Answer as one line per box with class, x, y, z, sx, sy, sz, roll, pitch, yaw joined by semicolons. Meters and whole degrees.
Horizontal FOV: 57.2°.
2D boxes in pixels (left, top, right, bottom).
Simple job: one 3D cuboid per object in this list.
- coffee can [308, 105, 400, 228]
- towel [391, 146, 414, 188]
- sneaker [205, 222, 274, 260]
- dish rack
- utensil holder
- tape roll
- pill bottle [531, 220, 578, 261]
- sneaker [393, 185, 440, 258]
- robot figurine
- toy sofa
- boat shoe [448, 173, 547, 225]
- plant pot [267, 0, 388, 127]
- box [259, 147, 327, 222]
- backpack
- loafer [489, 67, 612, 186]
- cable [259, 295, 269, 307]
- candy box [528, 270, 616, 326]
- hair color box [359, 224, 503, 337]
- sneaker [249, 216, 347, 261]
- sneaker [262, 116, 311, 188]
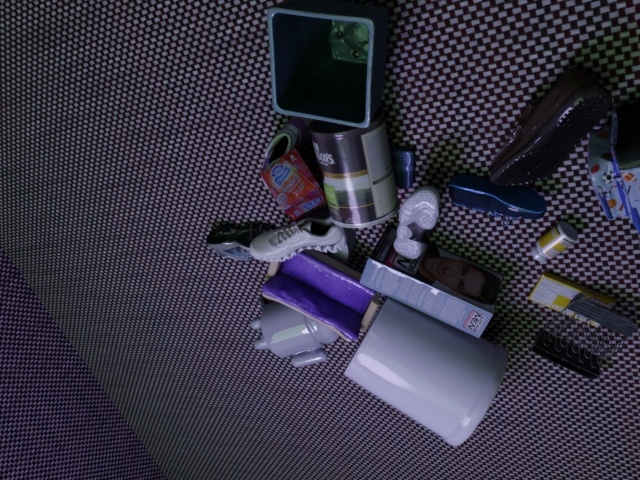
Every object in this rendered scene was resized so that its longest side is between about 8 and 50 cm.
coffee can;0.096;-0.200;1.581;0.201;0.201;0.276;1;122;27
towel;0.228;-0.203;1.634;0.067;0.029;0.120;12;128;21
sneaker;-0.251;0.014;2.026;0.282;0.110;0.122;4;144;29
dish rack;0.750;0.275;1.663;0.208;0.074;0.272;24;145;7
utensil holder;0.308;0.369;1.765;0.385;0.328;0.328;30;133;8
tape roll;0.000;0.000;1.882;0.219;0.072;0.219;15;130;18
pill bottle;0.618;0.006;1.560;0.065;0.065;0.116;38;133;-2
sneaker;0.278;-0.080;1.612;0.101;0.153;0.269;23;141;11
robot figurine;-0.064;0.279;2.016;0.353;0.199;0.300;-20;74;20
toy sofa;0.008;0.143;1.818;0.362;0.177;0.150;28;133;8
boat shoe;0.466;-0.106;1.549;0.258;0.109;0.089;25;142;31
plant pot;0.045;-0.449;1.392;0.247;0.252;0.247;14;130;18
box;-0.068;-0.148;1.657;0.122;0.257;0.128;-32;80;2
backpack;0.706;-0.146;1.277;0.213;0.277;0.263;-17;121;42
loafer;0.529;-0.259;1.389;0.133;0.130;0.366;9;147;-21
cable;-0.096;0.282;2.149;0.287;0.072;0.139;36;128;0
candy box;0.708;0.166;1.659;0.205;0.027;0.105;23;132;11
hair color box;0.325;0.113;1.716;0.374;0.185;0.114;25;131;9
sneaker;-0.070;-0.014;1.723;0.291;0.110;0.118;-11;154;3
sneaker;-0.132;-0.231;1.717;0.102;0.161;0.282;32;134;4
